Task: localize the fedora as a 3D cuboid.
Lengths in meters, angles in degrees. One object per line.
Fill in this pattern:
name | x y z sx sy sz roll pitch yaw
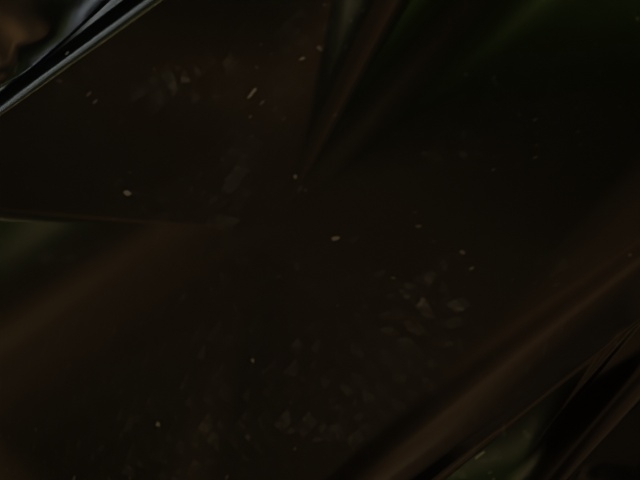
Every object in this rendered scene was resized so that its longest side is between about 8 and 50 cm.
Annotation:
fedora | 0.000 0.000 0.419 0.334 0.334 0.152 -48 180 25
